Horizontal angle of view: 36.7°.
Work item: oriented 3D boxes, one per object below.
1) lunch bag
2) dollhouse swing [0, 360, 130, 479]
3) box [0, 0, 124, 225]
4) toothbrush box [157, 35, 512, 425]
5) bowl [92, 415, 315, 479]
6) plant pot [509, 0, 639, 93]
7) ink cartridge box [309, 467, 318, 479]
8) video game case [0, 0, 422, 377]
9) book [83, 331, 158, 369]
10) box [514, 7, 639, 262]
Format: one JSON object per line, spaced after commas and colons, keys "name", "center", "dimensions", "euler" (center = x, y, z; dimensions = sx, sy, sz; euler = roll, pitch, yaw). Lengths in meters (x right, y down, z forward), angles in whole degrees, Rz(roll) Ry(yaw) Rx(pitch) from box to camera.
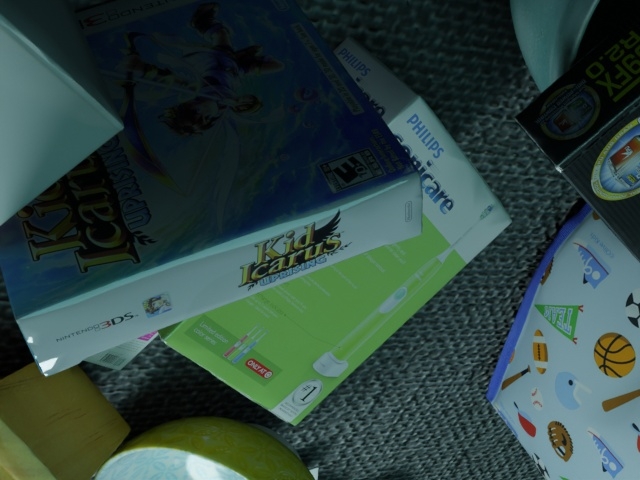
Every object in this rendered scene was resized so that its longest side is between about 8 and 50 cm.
{"name": "lunch bag", "center": [0.401, 0.159, 1.143], "dimensions": [0.239, 0.328, 0.385], "euler": [-17, 138, -22]}
{"name": "dollhouse swing", "center": [-0.423, 0.168, 0.861], "dimensions": [0.347, 0.305, 0.315], "euler": [-33, -178, 3]}
{"name": "box", "center": [-0.319, -0.067, 0.551], "dimensions": [0.345, 0.215, 0.168], "euler": [-36, 141, 8]}
{"name": "toothbrush box", "center": [0.000, 0.000, 0.857], "dimensions": [0.283, 0.122, 0.206], "euler": [-43, 137, 5]}
{"name": "bowl", "center": [-0.101, 0.301, 1.097], "dimensions": [0.156, 0.289, 0.289], "euler": [-52, 169, -53]}
{"name": "plant pot", "center": [0.265, -0.224, 0.756], "dimensions": [0.293, 0.196, 0.293], "euler": [-18, 139, -16]}
{"name": "ink cartridge box", "center": [-0.047, 0.313, 1.268], "dimensions": [0.083, 0.028, 0.048], "euler": [-14, 139, -18]}
{"name": "video game case", "center": [-0.101, -0.069, 0.638], "dimensions": [0.244, 0.269, 0.061], "euler": [-21, 139, -11]}
{"name": "book", "center": [-0.180, 0.065, 0.921], "dimensions": [0.144, 0.035, 0.096], "euler": [-42, 142, 15]}
{"name": "box", "center": [0.295, -0.084, 0.719], "dimensions": [0.216, 0.060, 0.270], "euler": [-41, 139, 13]}
